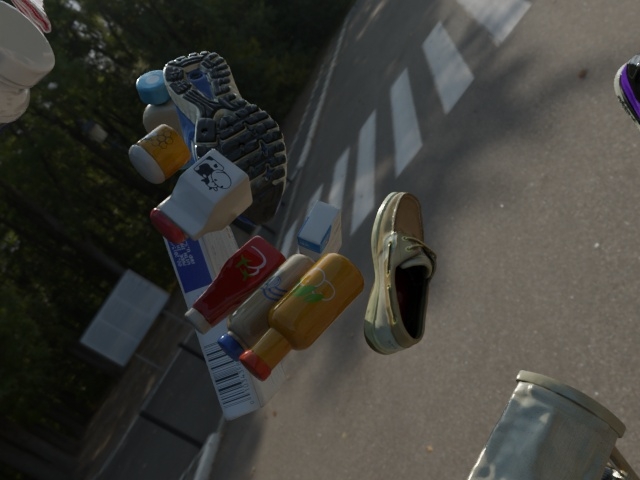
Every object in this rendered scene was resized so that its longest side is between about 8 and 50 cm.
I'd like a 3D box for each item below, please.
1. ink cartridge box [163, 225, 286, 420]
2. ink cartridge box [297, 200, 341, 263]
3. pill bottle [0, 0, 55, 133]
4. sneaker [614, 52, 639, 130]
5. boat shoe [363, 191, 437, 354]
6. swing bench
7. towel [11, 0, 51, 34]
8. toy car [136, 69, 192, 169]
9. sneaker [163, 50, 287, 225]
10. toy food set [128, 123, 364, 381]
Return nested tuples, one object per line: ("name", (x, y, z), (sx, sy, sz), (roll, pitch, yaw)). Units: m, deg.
("ink cartridge box", (-0.154, 0.111, 1.052), (0.071, 0.324, 0.330), (-21, -7, -2))
("ink cartridge box", (0.000, 0.000, 1.181), (0.122, 0.052, 0.088), (83, -149, -57))
("pill bottle", (-0.362, -0.149, 0.631), (0.187, 0.112, 0.112), (-32, 18, 19))
("sneaker", (0.589, -0.184, 1.017), (0.102, 0.293, 0.146), (-37, -9, 8))
("boat shoe", (0.069, 0.022, 0.496), (0.045, 0.050, 0.135), (-19, 58, 50))
("swing bench", (0.341, 0.379, 0.940), (0.165, 0.254, 0.253), (14, 56, 42))
("towel", (-0.365, -0.339, 0.733), (0.029, 0.144, 0.197), (-27, 49, -3))
("toy car", (-0.263, -0.316, 1.404), (0.219, 0.210, 0.238), (78, -163, -47))
("sneaker", (-0.137, -0.144, 0.971), (0.130, 0.330, 0.147), (-20, -34, -11))
("toy food set", (-0.087, 0.013, 0.511), (0.104, 0.232, 0.111), (-45, -19, -22))
